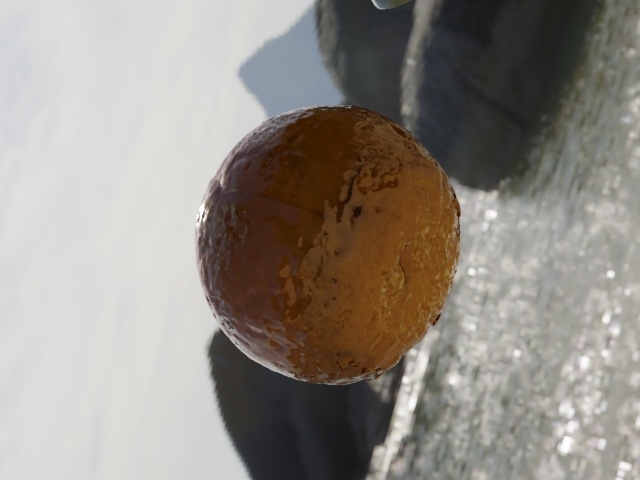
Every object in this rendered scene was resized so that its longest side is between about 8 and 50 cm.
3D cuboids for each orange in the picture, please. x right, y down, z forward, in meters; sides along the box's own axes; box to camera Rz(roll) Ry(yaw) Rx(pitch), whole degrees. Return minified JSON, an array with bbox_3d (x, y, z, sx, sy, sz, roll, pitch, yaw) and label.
[{"bbox_3d":[0.000,0.000,1.615,0.341,0.293,0.340,-28,-52,-43],"label":"orange"}]

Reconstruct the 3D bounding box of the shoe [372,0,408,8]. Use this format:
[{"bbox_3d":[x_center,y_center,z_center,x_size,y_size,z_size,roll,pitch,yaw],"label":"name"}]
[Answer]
[{"bbox_3d":[0.219,-0.523,2.195,0.160,0.363,0.131,57,-154,-28],"label":"shoe"}]
